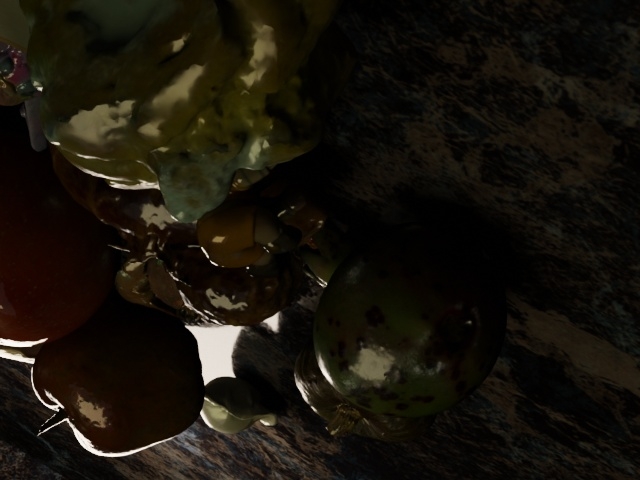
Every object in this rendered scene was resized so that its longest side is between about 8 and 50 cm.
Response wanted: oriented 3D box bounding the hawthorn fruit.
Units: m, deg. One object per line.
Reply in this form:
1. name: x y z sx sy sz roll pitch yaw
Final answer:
1. hawthorn fruit: -0.347 0.228 2.372 0.268 0.301 0.267 46 153 32

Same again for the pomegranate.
1. pomegranate: 0.076 0.090 1.744 0.306 0.242 0.242 9 145 41

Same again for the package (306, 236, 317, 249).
1. package: 0.000 0.000 1.920 0.083 0.022 0.200 -4 137 52

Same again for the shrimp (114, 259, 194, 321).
1. shrimp: -0.230 0.073 2.212 0.267 0.145 0.061 60 -172 -67

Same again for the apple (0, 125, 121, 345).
1. apple: -0.471 -0.002 2.155 0.348 0.277 0.348 25 153 14

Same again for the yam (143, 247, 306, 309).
1. yam: -0.128 0.039 2.015 0.238 0.129 0.128 -1 151 45

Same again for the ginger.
1. ginger: -0.189 -0.036 1.829 0.418 0.176 0.254 28 118 19

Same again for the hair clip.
1. hair clip: -0.373 -0.212 1.893 0.278 0.137 0.090 83 169 -66

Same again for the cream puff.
1. cream puff: -0.117 -0.204 1.401 0.378 0.378 0.275 13 176 36

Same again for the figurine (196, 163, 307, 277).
1. figurine: -0.099 -0.096 1.613 0.167 0.256 0.192 -2 150 4

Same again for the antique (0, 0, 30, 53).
1. antique: -0.302 -0.291 1.626 0.152 0.146 0.148 25 154 18

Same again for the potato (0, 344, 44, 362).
1. potato: -0.507 0.167 2.571 0.264 0.211 0.189 33 153 -8

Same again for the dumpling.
1. dumpling: -0.139 0.295 2.492 0.134 0.100 0.169 16 150 25

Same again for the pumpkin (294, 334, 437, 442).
1. pumpkin: 0.057 0.211 2.066 0.219 0.162 0.219 26 157 12

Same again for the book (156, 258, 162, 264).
1. book: -0.224 -0.048 1.987 0.017 0.135 0.103 -4 159 -15
